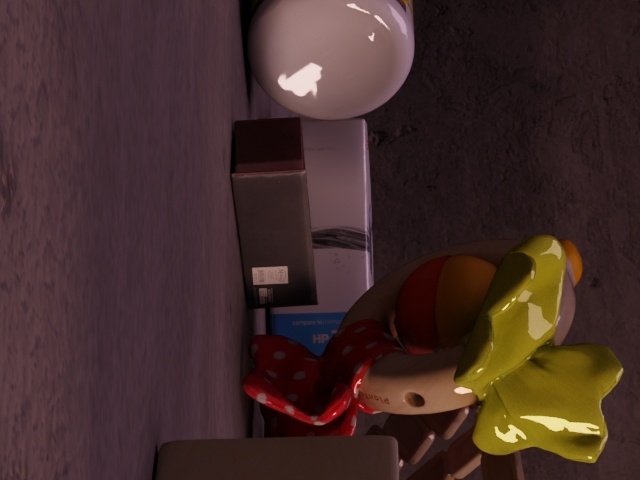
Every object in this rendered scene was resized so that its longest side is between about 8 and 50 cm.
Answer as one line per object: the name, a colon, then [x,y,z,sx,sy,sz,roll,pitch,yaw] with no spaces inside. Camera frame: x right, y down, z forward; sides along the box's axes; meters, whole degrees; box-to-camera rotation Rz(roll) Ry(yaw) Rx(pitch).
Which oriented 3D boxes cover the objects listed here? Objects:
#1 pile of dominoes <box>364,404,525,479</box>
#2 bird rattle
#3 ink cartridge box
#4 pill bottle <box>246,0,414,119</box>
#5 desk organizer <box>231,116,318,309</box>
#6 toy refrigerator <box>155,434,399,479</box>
pile of dominoes: [0.057,0.200,1.325,0.251,0.040,0.196,-43,-151,28]
bird rattle: [0.076,0.074,1.273,0.143,0.253,0.207,60,35,-19]
ink cartridge box: [0.000,0.000,1.514,0.139,0.082,0.190,-51,141,-86]
pill bottle: [0.008,-0.190,1.405,0.215,0.117,0.117,-88,175,-51]
desk organizer: [-0.029,-0.017,1.253,0.130,0.047,0.050,86,1,-48]
toy refrigerator: [-0.017,0.198,0.726,0.269,0.102,0.094,-90,177,-54]
